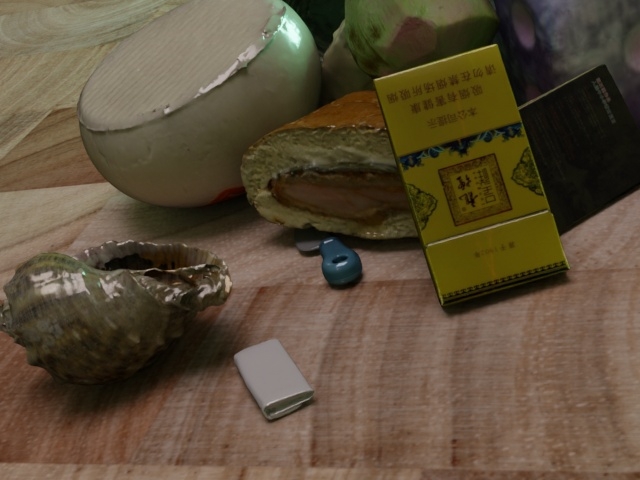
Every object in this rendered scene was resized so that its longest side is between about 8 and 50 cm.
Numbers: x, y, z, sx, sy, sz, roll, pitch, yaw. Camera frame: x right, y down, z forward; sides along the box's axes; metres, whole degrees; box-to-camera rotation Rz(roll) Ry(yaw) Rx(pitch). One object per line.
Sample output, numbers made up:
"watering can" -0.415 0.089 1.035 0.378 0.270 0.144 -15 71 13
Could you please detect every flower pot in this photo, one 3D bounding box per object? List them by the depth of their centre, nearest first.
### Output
"flower pot" 0.032 -0.411 2.088 0.235 0.235 0.140 -10 9 12

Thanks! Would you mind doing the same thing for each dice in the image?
"dice" 0.381 -0.300 1.611 0.270 0.270 0.271 -20 29 -8

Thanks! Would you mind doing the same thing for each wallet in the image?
"wallet" -0.054 0.152 1.307 0.061 0.025 0.122 -25 29 -10

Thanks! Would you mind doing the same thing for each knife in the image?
"knife" -0.002 0.001 1.547 0.058 0.032 0.244 -26 25 -7

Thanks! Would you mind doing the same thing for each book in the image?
"book" 0.298 -0.103 1.440 0.228 0.160 0.024 -29 4 -21

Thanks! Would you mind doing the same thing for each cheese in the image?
"cheese" 0.097 -0.241 1.807 0.248 0.251 0.174 -39 21 48

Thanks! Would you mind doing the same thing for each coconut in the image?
"coconut" 0.131 -0.289 1.573 0.204 0.236 0.236 -21 26 -37

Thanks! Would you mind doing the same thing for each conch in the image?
"conch" -0.245 0.091 1.392 0.291 0.159 0.210 2 9 10

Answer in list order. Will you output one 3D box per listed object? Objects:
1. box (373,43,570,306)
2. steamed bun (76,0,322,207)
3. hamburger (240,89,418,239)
"box" 0.172 -0.076 1.361 0.153 0.279 0.041 -16 -8 0
"steamed bun" -0.165 -0.190 1.737 0.374 0.241 0.374 -19 34 13
"hamburger" 0.076 -0.113 1.550 0.330 0.162 0.209 1 27 28
